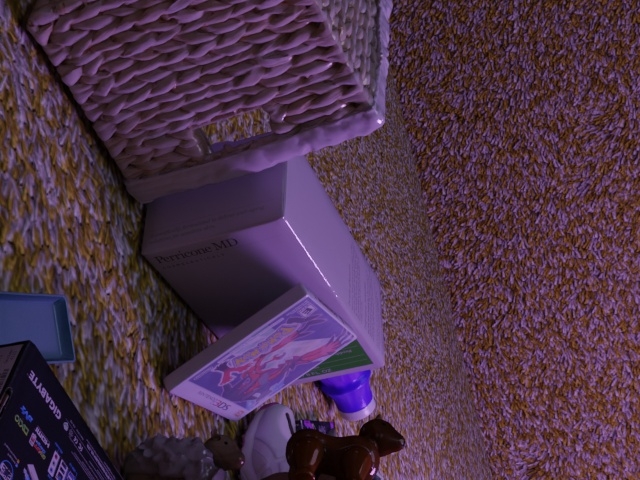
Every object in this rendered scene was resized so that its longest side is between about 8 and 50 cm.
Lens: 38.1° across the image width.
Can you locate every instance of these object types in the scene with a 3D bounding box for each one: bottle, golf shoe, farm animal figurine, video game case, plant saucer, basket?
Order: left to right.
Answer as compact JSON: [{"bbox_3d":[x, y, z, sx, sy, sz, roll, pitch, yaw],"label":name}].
[{"bbox_3d":[-0.278,0.078,0.809,0.192,0.018,0.067,17,60,-72],"label":"plant saucer"},{"bbox_3d":[-0.112,-0.274,1.096,0.331,0.328,0.266,-83,152,-48],"label":"basket"},{"bbox_3d":[-0.067,0.144,1.141,0.023,0.201,0.183,57,6,30],"label":"video game case"},{"bbox_3d":[-0.035,0.337,1.189,0.306,0.140,0.115,-88,156,-45],"label":"golf shoe"},{"bbox_3d":[-0.006,0.303,0.988,0.172,0.326,0.330,-77,151,-57],"label":"farm animal figurine"},{"bbox_3d":[0.020,0.177,1.572,0.118,0.092,0.283,-74,146,-61],"label":"bottle"}]

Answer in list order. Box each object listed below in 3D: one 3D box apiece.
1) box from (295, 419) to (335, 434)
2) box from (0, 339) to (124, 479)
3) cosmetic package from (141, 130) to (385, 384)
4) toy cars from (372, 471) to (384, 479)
[{"bbox_3d":[-0.006,0.344,1.470,0.162,0.029,0.116,35,43,-68],"label":"box"},{"bbox_3d":[-0.225,0.280,0.698,0.293,0.073,0.295,-81,156,-51],"label":"box"},{"bbox_3d":[-0.062,0.038,1.239,0.365,0.197,0.155,55,27,-48],"label":"cosmetic package"},{"bbox_3d":[0.018,0.451,1.180,0.087,0.176,0.394,41,29,-16],"label":"toy cars"}]
